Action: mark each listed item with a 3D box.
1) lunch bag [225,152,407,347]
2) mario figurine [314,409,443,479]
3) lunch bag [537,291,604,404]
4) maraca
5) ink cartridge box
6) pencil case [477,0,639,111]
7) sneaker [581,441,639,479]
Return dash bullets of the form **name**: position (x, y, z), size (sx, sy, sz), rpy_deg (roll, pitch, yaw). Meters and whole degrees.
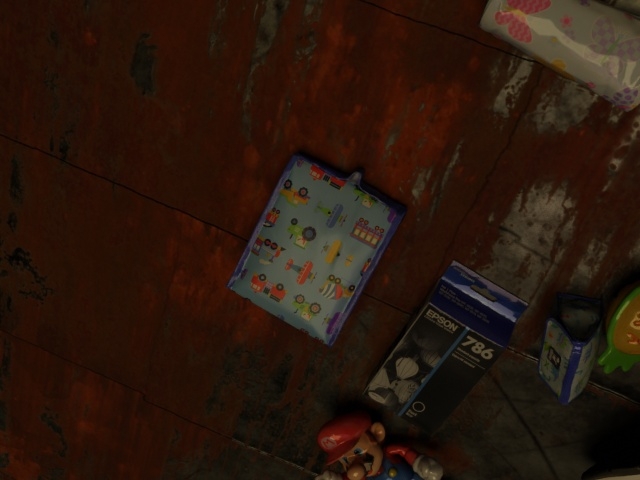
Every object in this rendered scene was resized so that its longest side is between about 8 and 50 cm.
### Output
- **lunch bag**: position (0.000, 0.000, 1.274), size (0.220, 0.138, 0.293), rpy_deg (29, 112, 5)
- **mario figurine**: position (0.118, 0.480, 1.435), size (0.320, 0.170, 0.198), rpy_deg (42, 77, -14)
- **lunch bag**: position (0.420, 0.181, 1.204), size (0.096, 0.151, 0.129), rpy_deg (8, 119, 13)
- **maraca**: position (0.519, 0.143, 1.177), size (0.127, 0.099, 0.186), rpy_deg (1, 119, -22)
- **ink cartridge box**: position (0.226, 0.207, 1.333), size (0.165, 0.065, 0.333), rpy_deg (30, 120, 2)
- **pencil case**: position (0.357, -0.295, 1.005), size (0.273, 0.113, 0.124), rpy_deg (31, 97, 1)
- **sneaker**: position (0.656, 0.457, 1.165), size (0.447, 0.169, 0.258), rpy_deg (-28, 77, 47)
